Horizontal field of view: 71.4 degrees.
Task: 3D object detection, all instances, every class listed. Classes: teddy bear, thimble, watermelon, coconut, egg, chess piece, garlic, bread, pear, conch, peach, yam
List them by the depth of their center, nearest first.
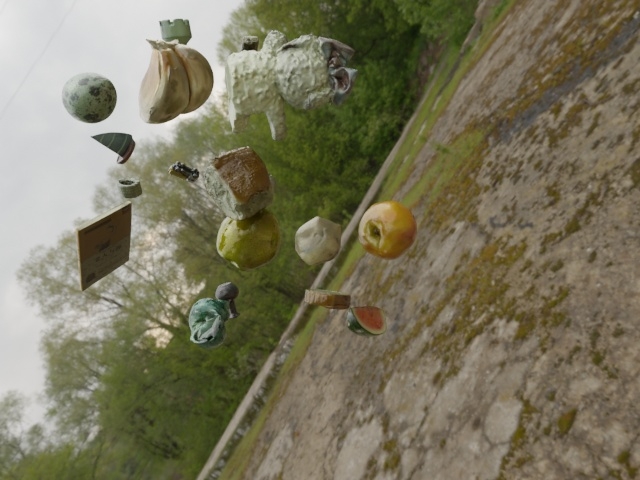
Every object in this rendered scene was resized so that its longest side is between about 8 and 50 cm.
[{"bbox_3d":[-0.638,-0.399,1.238,0.172,0.132,0.132,-16,33,37],"label":"egg"},{"bbox_3d":[-0.107,-0.480,1.389,0.375,0.361,0.328,-174,77,-78],"label":"teddy bear"},{"bbox_3d":[-0.400,0.299,1.635,0.134,0.196,0.202,51,-132,-49],"label":"conch"},{"bbox_3d":[-0.553,-0.578,1.670,0.286,0.249,0.313,-66,-5,-58],"label":"garlic"},{"bbox_3d":[-0.312,-0.692,1.795,0.071,0.067,0.317,-24,-14,-31],"label":"yam"},{"bbox_3d":[-0.314,-0.229,1.815,0.279,0.250,0.225,-36,-10,-42],"label":"bread"},{"bbox_3d":[-0.579,-0.750,1.850,0.195,0.194,0.299,-71,-22,-68],"label":"chess piece"},{"bbox_3d":[-0.802,-0.221,1.863,0.084,0.109,0.062,-42,-38,-45],"label":"thimble"},{"bbox_3d":[0.000,0.000,1.924,0.224,0.224,0.224,-58,5,8],"label":"coconut"},{"bbox_3d":[-0.314,-0.015,1.977,0.294,0.294,0.294,-58,5,8],"label":"pear"},{"bbox_3d":[0.035,0.283,2.160,0.236,0.235,0.070,170,108,-83],"label":"bread"},{"bbox_3d":[0.335,-0.058,2.168,0.307,0.289,0.289,-15,-35,-53],"label":"peach"},{"bbox_3d":[0.232,0.441,2.323,0.128,0.159,0.303,-37,-28,32],"label":"watermelon"}]

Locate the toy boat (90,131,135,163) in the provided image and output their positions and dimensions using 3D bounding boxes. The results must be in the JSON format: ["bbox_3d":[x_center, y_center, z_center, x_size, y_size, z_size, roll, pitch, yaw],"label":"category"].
[{"bbox_3d":[-0.602,-0.287,1.300,0.096,0.034,0.122,-64,-28,-9],"label":"toy boat"}]

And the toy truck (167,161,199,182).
[{"bbox_3d":[-0.593,-0.294,1.933,0.063,0.123,0.052,-45,38,34],"label":"toy truck"}]

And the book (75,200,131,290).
[{"bbox_3d":[-0.936,0.027,1.938,0.269,0.032,0.389,-46,-15,-47],"label":"book"}]

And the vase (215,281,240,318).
[{"bbox_3d":[-0.462,0.309,2.274,0.120,0.183,0.120,-17,7,2],"label":"vase"}]
